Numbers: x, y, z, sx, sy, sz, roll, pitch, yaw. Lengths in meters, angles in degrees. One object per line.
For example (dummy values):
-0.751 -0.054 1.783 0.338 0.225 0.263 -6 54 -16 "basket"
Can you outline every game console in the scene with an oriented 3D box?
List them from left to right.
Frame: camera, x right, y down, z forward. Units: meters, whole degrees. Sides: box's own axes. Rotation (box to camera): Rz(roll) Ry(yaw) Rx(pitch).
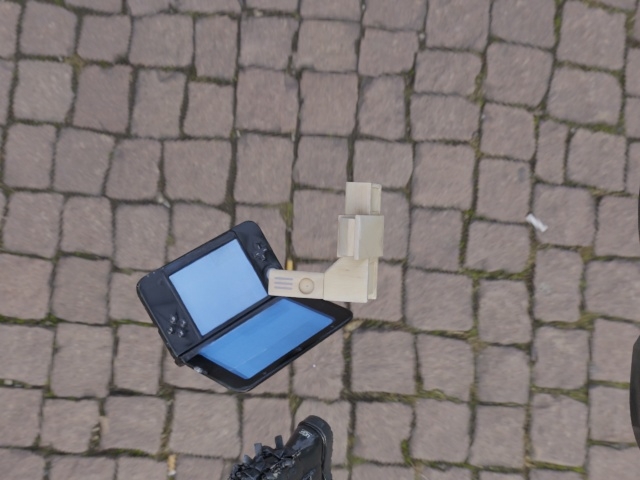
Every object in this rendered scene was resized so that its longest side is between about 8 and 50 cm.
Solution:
-0.056 0.045 0.727 0.122 0.071 0.107 -31 93 -37 "game console"

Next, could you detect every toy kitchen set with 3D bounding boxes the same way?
0.000 0.000 0.677 0.075 0.068 0.083 3 92 17 "toy kitchen set"

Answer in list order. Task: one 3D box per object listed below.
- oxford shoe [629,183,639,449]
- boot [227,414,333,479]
0.161 0.001 0.336 0.076 0.212 0.076 -20 40 -19 "oxford shoe"
-0.032 0.210 0.794 0.045 0.099 0.121 22 125 31 "boot"
